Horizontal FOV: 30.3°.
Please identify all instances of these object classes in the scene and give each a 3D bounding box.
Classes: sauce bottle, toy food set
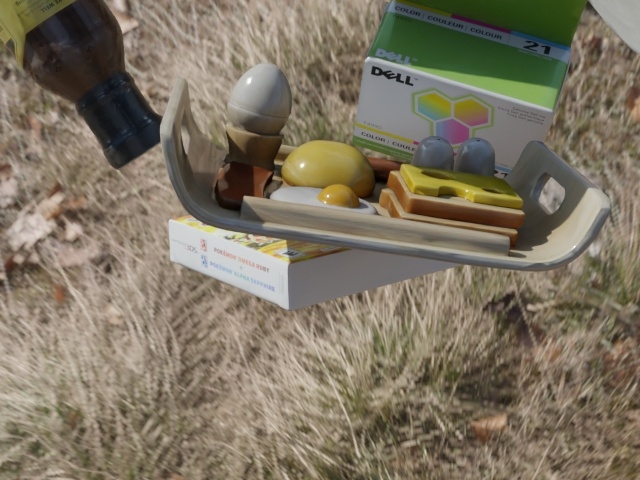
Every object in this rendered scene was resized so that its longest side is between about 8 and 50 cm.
[{"bbox_3d":[-0.272,-0.229,1.172,0.111,0.111,0.344,-34,98,-5],"label":"sauce bottle"},{"bbox_3d":[0.039,-0.065,0.872,0.306,0.220,0.092,8,106,-6],"label":"toy food set"}]

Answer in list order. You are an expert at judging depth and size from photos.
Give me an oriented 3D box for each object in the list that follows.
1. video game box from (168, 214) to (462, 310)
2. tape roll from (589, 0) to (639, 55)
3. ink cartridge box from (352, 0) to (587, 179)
[{"bbox_3d":[0.000,0.000,1.047,0.205,0.187,0.048,-13,107,-36],"label":"video game box"},{"bbox_3d":[0.142,-0.230,0.558,0.100,0.286,0.286,-27,72,7],"label":"tape roll"},{"bbox_3d":[0.140,-0.177,1.116,0.189,0.255,0.097,17,57,7],"label":"ink cartridge box"}]
